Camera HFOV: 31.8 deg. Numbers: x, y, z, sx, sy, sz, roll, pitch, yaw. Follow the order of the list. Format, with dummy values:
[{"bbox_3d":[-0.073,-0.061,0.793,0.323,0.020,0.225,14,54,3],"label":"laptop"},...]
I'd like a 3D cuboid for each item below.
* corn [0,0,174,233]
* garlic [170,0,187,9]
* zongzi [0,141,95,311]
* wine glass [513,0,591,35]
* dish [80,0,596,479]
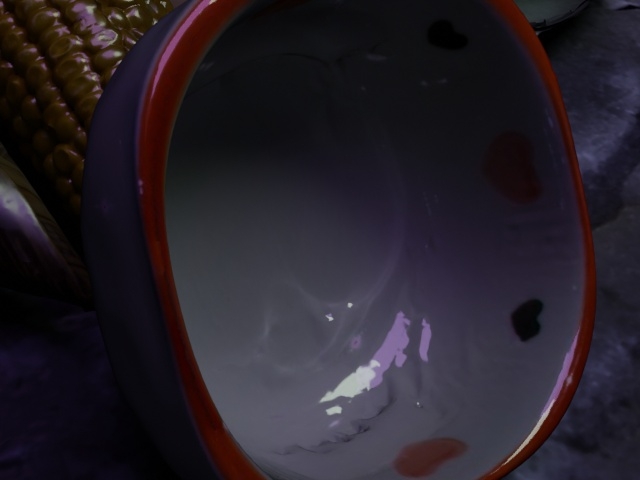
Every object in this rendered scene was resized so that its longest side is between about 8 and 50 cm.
[{"bbox_3d":[-0.140,-0.120,0.602,0.119,0.119,0.322,-19,69,-33],"label":"corn"},{"bbox_3d":[0.019,-0.128,0.731,0.318,0.112,0.143,-10,42,-41],"label":"garlic"},{"bbox_3d":[-0.262,-0.018,0.513,0.247,0.111,0.241,-24,59,-30],"label":"zongzi"},{"bbox_3d":[0.207,-0.283,0.926,0.143,0.143,0.321,23,43,11],"label":"wine glass"},{"bbox_3d":[0.000,0.000,0.497,0.256,0.256,0.117,-25,12,-37],"label":"dish"}]
